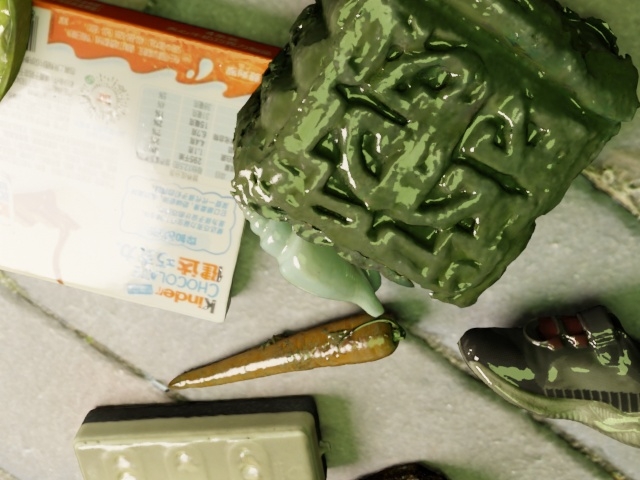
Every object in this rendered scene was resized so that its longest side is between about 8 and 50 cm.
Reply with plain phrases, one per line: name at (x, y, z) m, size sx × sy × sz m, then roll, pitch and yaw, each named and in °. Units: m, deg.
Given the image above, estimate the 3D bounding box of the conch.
conch at (-0.005, 0.003, 0.876) m, size 0.180 × 0.088 × 0.065 m, roll 35°, pitch 146°, yaw -25°

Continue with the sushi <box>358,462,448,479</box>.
sushi at (0.066, 0.288, 1.010) m, size 0.150 × 0.078 × 0.091 m, roll -18°, pitch 114°, yaw 16°

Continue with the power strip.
power strip at (-0.115, 0.221, 1.002) m, size 0.256 × 0.070 × 0.105 m, roll -6°, pitch 117°, yaw 9°

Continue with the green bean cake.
green bean cake at (0.084, -0.100, 0.759) m, size 0.241 × 0.132 × 0.255 m, roll 31°, pitch 113°, yaw -17°

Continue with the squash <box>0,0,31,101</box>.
squash at (-0.352, -0.186, 0.756) m, size 0.251 × 0.049 × 0.252 m, roll 0°, pitch 121°, yaw -1°

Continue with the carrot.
carrot at (-0.038, 0.113, 0.952) m, size 0.254 × 0.049 × 0.049 m, roll -16°, pitch 115°, yaw 19°

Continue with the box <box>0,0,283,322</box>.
box at (-0.189, -0.074, 0.867) m, size 0.273 × 0.048 × 0.265 m, roll 14°, pitch 118°, yaw -2°

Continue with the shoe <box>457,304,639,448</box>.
shoe at (0.241, 0.105, 0.890) m, size 0.227 × 0.099 × 0.112 m, roll 22°, pitch 111°, yaw -9°
